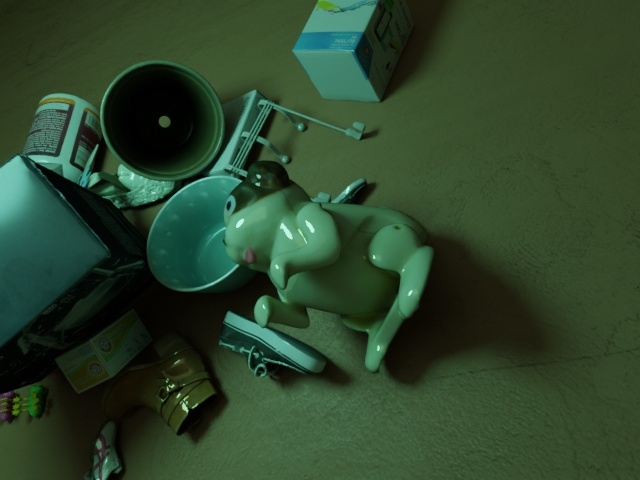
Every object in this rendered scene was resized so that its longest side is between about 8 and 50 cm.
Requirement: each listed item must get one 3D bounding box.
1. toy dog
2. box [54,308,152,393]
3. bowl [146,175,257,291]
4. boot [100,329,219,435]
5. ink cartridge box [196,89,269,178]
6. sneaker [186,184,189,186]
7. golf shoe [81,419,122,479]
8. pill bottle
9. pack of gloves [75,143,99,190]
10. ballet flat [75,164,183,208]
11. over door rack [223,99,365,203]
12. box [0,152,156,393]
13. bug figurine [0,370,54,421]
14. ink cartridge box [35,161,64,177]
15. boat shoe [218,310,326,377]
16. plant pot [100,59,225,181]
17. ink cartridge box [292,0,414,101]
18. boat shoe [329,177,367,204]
[{"bbox_3d":[0.000,0.000,0.956,0.408,0.284,0.395,23,55,4],"label":"toy dog"},{"bbox_3d":[-0.533,0.271,1.205,0.114,0.203,0.103,-27,98,14],"label":"box"},{"bbox_3d":[-0.257,0.009,1.217,0.311,0.163,0.311,-10,61,18],"label":"bowl"},{"bbox_3d":[-0.383,0.383,1.154,0.283,0.109,0.220,-42,58,-6],"label":"boot"},{"bbox_3d":[-0.289,-0.305,1.466,0.239,0.060,0.275,-3,64,47],"label":"ink cartridge box"},{"bbox_3d":[-0.307,-0.139,1.378,0.235,0.090,0.095,-6,54,23],"label":"sneaker"},{"bbox_3d":[-0.518,0.534,1.168,0.086,0.067,0.186,6,60,-4],"label":"golf shoe"},{"bbox_3d":[-0.908,-0.292,1.678,0.224,0.224,0.392,-11,61,22],"label":"pill bottle"},{"bbox_3d":[-0.700,-0.143,1.422,0.195,0.046,0.232,-42,37,29],"label":"pack of gloves"},{"bbox_3d":[-0.628,-0.176,1.528,0.409,0.147,0.147,-13,61,21],"label":"ballet flat"},{"bbox_3d":[-0.068,-0.227,1.294,0.324,0.108,0.239,19,75,19],"label":"over door rack"},{"bbox_3d":[-0.682,0.106,1.134,0.480,0.472,0.297,-43,86,-7],"label":"box"},{"bbox_3d":[-0.868,0.408,1.399,0.279,0.072,0.216,-13,67,16],"label":"bug figurine"},{"bbox_3d":[-0.809,-0.123,1.374,0.092,0.160,0.219,1,22,-9],"label":"ink cartridge box"},{"bbox_3d":[-0.121,0.249,1.068,0.306,0.113,0.105,16,81,35],"label":"boat shoe"},{"bbox_3d":[-0.462,-0.349,1.425,0.323,0.323,0.280,-49,23,-2],"label":"plant pot"},{"bbox_3d":[0.096,-0.549,1.301,0.197,0.198,0.270,15,74,33],"label":"ink cartridge box"},{"bbox_3d":[0.064,-0.096,1.187,0.142,0.049,0.040,-40,73,6],"label":"boat shoe"}]
